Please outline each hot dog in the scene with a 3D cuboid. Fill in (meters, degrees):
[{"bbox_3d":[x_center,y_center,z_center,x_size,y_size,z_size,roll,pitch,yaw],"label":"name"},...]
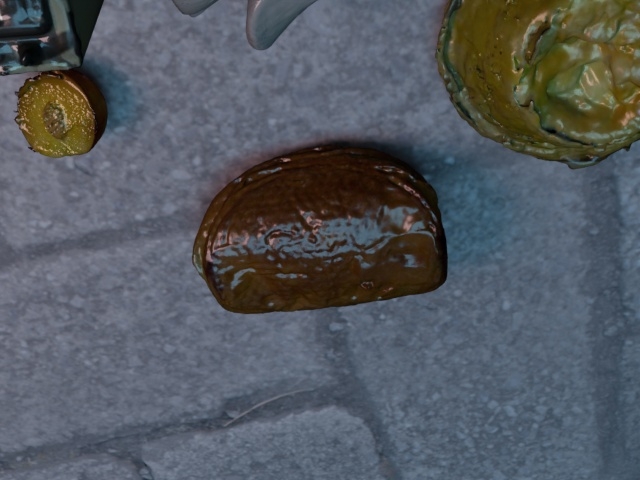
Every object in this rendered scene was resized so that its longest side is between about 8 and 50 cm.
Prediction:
[{"bbox_3d":[0.000,0.000,1.078,0.272,0.122,0.196,-8,127,7],"label":"hot dog"}]

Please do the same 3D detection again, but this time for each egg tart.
[{"bbox_3d":[0.268,-0.186,0.949,0.315,0.120,0.314,-2,129,-2],"label":"egg tart"}]

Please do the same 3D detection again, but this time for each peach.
[{"bbox_3d":[-0.257,-0.133,0.986,0.098,0.061,0.098,8,118,14],"label":"peach"}]

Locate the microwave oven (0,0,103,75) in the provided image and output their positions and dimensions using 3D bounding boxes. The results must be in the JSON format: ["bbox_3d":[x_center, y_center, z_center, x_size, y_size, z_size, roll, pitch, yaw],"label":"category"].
[{"bbox_3d":[-0.365,-0.277,0.696,0.395,0.333,0.247,-5,124,0],"label":"microwave oven"}]

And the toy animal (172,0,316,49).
[{"bbox_3d":[-0.016,-0.297,0.784,0.265,0.206,0.271,-10,127,8],"label":"toy animal"}]
